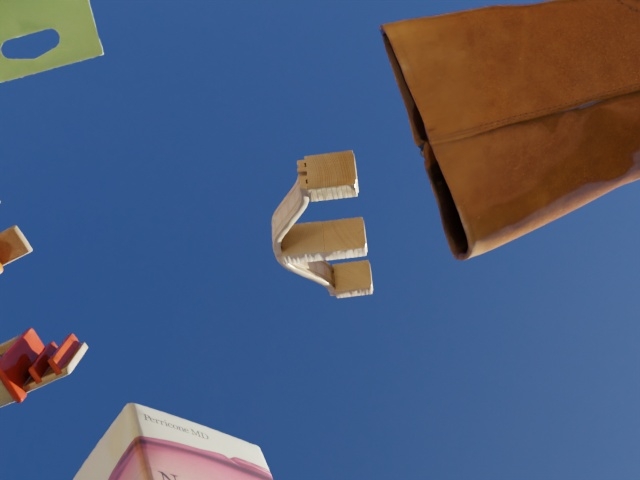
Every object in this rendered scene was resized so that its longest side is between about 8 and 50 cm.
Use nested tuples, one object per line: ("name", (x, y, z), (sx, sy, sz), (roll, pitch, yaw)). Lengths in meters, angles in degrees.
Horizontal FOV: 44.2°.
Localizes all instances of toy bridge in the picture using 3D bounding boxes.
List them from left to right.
("toy bridge", (0.000, 0.000, 0.539), (0.063, 0.188, 0.026), (-7, -115, 3))

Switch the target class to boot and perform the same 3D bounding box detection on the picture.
("boot", (0.169, -0.151, 0.471), (0.280, 0.096, 0.264), (-16, -76, -4))

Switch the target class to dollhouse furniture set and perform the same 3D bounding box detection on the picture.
("dollhouse furniture set", (-0.403, 0.061, 0.915), (0.135, 0.262, 0.259), (-25, -73, 11))

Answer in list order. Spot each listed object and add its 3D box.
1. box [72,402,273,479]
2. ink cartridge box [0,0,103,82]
("box", (-0.103, 0.260, 0.614), (0.127, 0.148, 0.232), (-55, -147, 11))
("ink cartridge box", (-0.359, -0.307, 0.884), (0.171, 0.056, 0.235), (-13, -86, 7))
